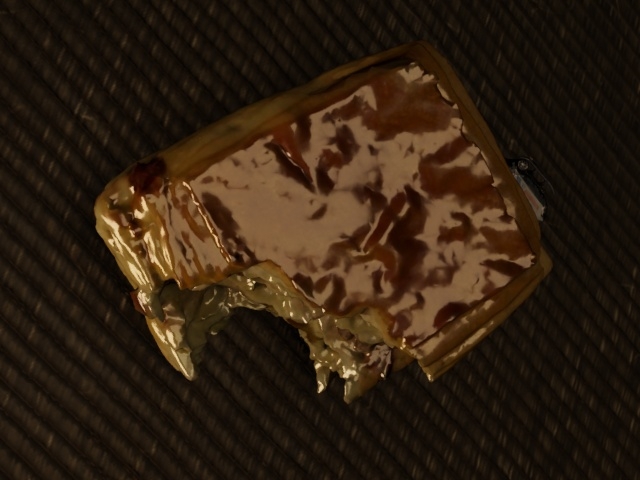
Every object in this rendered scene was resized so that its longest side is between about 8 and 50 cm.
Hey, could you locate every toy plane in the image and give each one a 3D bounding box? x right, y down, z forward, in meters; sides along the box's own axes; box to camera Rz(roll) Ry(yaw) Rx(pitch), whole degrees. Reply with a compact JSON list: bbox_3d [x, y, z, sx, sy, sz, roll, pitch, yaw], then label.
[{"bbox_3d":[0.199,-0.071,1.112,0.197,0.053,0.078,45,78,-17],"label":"toy plane"}]

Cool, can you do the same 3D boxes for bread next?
[{"bbox_3d":[0.000,0.000,0.949,0.370,0.191,0.314,-32,103,-11],"label":"bread"}]
